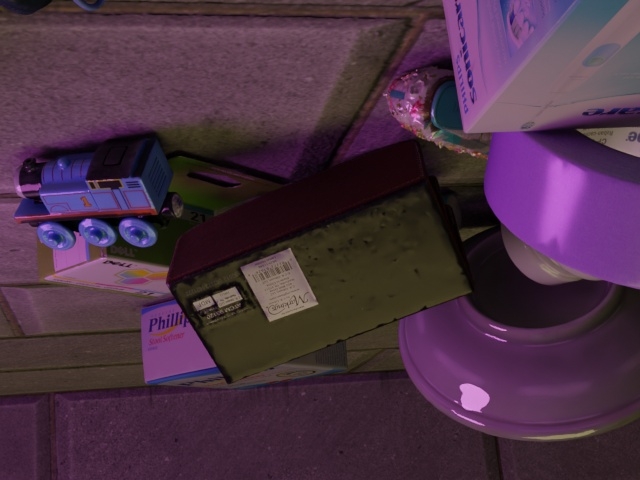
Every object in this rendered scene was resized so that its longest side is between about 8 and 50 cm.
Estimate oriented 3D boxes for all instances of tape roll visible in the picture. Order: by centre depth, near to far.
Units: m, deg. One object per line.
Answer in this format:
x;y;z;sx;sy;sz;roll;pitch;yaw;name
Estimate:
0.281;-0.066;0.812;0.275;0.274;0.090;-2;122;-11;tape roll

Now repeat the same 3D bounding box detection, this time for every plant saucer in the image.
0.294;0.078;1.281;0.401;0.400;0.100;-8;131;11;plant saucer

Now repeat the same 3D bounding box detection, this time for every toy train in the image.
-0.237;-0.049;1.017;0.184;0.080;0.105;-2;134;17;toy train

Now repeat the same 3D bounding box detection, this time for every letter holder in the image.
0.000;0.000;1.124;0.302;0.214;0.152;-22;117;11;letter holder

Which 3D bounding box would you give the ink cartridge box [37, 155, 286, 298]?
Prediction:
-0.191;-0.010;1.171;0.255;0.096;0.189;-16;161;37;ink cartridge box

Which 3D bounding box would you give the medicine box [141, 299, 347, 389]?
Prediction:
-0.139;0.183;1.797;0.264;0.149;0.289;-16;162;34;medicine box

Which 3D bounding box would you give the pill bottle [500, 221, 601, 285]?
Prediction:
0.346;-0.045;1.106;0.161;0.160;0.283;3;162;-28;pill bottle

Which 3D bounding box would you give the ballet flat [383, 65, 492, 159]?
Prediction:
0.157;-0.122;0.949;0.241;0.091;0.077;16;-175;-43;ballet flat

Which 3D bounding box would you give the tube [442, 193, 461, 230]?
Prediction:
0.086;-0.026;1.315;0.207;0.052;0.080;-6;161;29;tube

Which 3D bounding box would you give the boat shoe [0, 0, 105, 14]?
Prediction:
-0.179;-0.173;0.587;0.258;0.089;0.109;-16;162;33;boat shoe

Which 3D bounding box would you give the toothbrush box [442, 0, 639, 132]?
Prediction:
0.230;-0.180;0.632;0.217;0.126;0.295;-4;164;-11;toothbrush box
